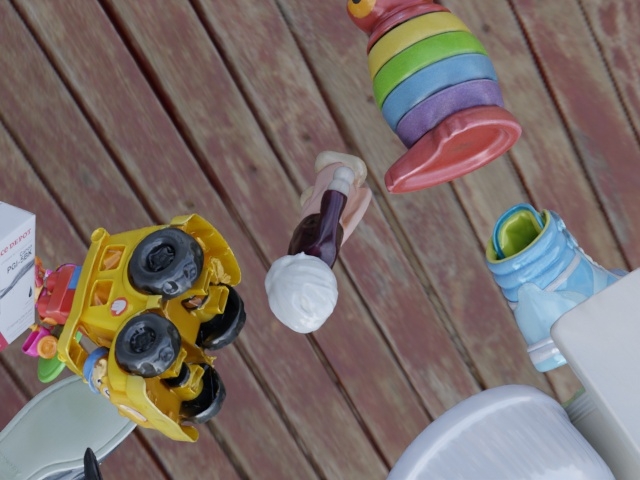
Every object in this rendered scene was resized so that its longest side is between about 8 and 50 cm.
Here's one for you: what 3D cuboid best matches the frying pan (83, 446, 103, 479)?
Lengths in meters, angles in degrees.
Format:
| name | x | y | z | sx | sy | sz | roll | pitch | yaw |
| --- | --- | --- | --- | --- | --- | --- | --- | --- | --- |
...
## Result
| name | x | y | z | sx | sy | sz | roll | pitch | yaw |
| --- | --- | --- | --- | --- | --- | --- | --- | --- | --- |
| frying pan | -0.190 | 0.381 | 1.352 | 0.053 | 0.326 | 0.197 | -15 | 124 | 2 |

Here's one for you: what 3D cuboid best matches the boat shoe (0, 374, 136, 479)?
| name | x | y | z | sx | sy | sz | roll | pitch | yaw |
| --- | --- | --- | --- | --- | --- | --- | --- | --- | --- |
| boat shoe | -0.372 | 0.300 | 1.823 | 0.340 | 0.113 | 0.127 | -41 | 72 | -11 |

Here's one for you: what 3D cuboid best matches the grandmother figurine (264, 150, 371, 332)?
| name | x | y | z | sx | sy | sz | roll | pitch | yaw |
| --- | --- | --- | --- | --- | --- | --- | --- | --- | --- |
| grandmother figurine | 0.000 | 0.000 | 1.702 | 0.104 | 0.342 | 0.208 | 14 | 121 | 1 |

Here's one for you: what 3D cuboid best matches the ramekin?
| name | x | y | z | sx | sy | sz | roll | pitch | yaw |
| --- | --- | --- | --- | --- | --- | --- | --- | --- | --- |
| ramekin | 0.157 | 0.236 | 1.125 | 0.207 | 0.109 | 0.207 | -20 | 129 | -26 |

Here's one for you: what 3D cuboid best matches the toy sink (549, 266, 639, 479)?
| name | x | y | z | sx | sy | sz | roll | pitch | yaw |
| --- | --- | --- | --- | --- | --- | --- | --- | --- | --- |
| toy sink | 0.304 | 0.157 | 1.186 | 0.152 | 0.131 | 0.234 | -28 | 75 | -22 |

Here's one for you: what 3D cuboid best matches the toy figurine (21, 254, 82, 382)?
| name | x | y | z | sx | sy | sz | roll | pitch | yaw |
| --- | --- | --- | --- | --- | --- | --- | --- | --- | --- |
| toy figurine | -0.380 | 0.070 | 1.676 | 0.159 | 0.130 | 0.173 | 28 | 85 | -24 |

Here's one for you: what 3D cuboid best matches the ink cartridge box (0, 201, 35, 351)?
| name | x | y | z | sx | sy | sz | roll | pitch | yaw |
| --- | --- | --- | --- | --- | --- | --- | --- | --- | --- |
| ink cartridge box | -0.329 | 0.042 | 1.304 | 0.056 | 0.099 | 0.135 | 19 | 125 | 16 |

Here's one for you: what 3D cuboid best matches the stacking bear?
| name | x | y | z | sx | sy | sz | roll | pitch | yaw |
| --- | --- | --- | --- | --- | --- | --- | --- | --- | --- |
| stacking bear | 0.124 | -0.230 | 1.680 | 0.164 | 0.289 | 0.175 | -10 | 159 | -40 |

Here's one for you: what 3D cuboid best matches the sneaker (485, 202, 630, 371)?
| name | x | y | z | sx | sy | sz | roll | pitch | yaw |
| --- | --- | --- | --- | --- | --- | --- | --- | --- | --- |
| sneaker | 0.329 | 0.034 | 1.771 | 0.127 | 0.319 | 0.208 | -29 | 87 | 28 |

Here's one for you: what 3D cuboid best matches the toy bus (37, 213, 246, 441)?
| name | x | y | z | sx | sy | sz | roll | pitch | yaw |
| --- | --- | --- | --- | --- | --- | --- | --- | --- | --- |
| toy bus | -0.208 | 0.093 | 1.414 | 0.211 | 0.220 | 0.149 | -2 | 148 | 21 |
